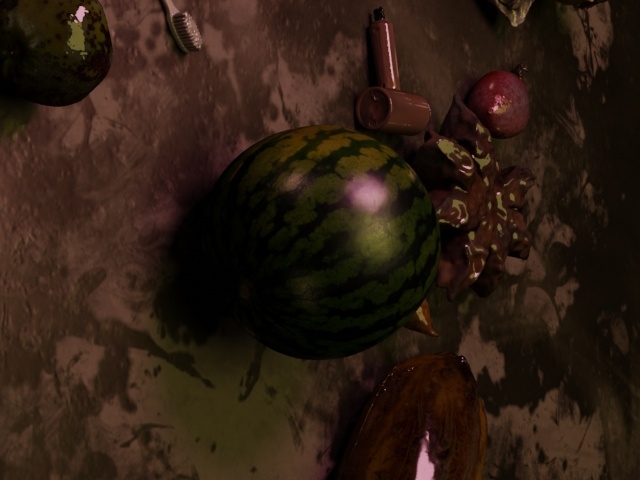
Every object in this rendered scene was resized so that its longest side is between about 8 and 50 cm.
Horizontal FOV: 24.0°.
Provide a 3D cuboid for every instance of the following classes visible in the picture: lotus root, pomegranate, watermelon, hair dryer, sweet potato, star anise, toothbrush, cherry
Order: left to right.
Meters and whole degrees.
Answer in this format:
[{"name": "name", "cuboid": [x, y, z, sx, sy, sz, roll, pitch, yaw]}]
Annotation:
[{"name": "pomegranate", "cuboid": [-0.283, -0.207, 1.576, 0.125, 0.163, 0.138, -26, 94, -11]}, {"name": "toothbrush", "cuboid": [-0.206, -0.354, 1.743, 0.025, 0.029, 0.307, -43, 120, -37]}, {"name": "watermelon", "cuboid": [0.000, 0.000, 1.781, 0.285, 0.285, 0.285, 7, 81, -53]}, {"name": "hair dryer", "cuboid": [0.098, -0.239, 2.117, 0.117, 0.064, 0.182, 1, 81, -54]}, {"name": "sweet potato", "cuboid": [0.098, 0.040, 2.094, 0.068, 0.068, 0.226, -10, 77, -53]}, {"name": "lotus root", "cuboid": [0.122, 0.324, 1.991, 0.196, 0.179, 0.397, 52, 47, -33]}, {"name": "star anise", "cuboid": [0.228, -0.060, 2.228, 0.315, 0.108, 0.315, 1, 89, -46]}, {"name": "cherry", "cuboid": [0.295, -0.219, 2.356, 0.225, 0.090, 0.107, -30, 99, -59]}]

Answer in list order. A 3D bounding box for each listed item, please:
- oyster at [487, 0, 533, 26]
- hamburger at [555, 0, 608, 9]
[{"name": "oyster", "cuboid": [0.304, -0.483, 2.329, 0.198, 0.268, 0.112, 28, 20, -9]}, {"name": "hamburger", "cuboid": [0.422, -0.520, 2.427, 0.144, 0.259, 0.283, -13, 92, -23]}]
